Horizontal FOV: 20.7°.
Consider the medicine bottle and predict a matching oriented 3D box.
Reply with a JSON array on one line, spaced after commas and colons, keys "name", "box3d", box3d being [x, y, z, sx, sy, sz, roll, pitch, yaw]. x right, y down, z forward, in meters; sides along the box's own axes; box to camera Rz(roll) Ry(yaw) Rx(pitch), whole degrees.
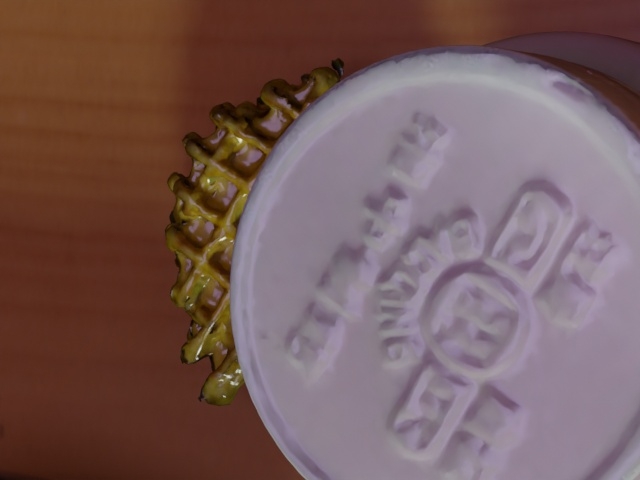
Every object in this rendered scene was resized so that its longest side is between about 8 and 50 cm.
[{"name": "medicine bottle", "box3d": [0.126, 0.018, 0.791, 0.213, 0.378, 0.214, 0, 91, 26]}]

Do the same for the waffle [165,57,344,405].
[{"name": "waffle", "box3d": [0.000, 0.000, 1.023, 0.197, 0.070, 0.193, -22, 82, 22]}]
